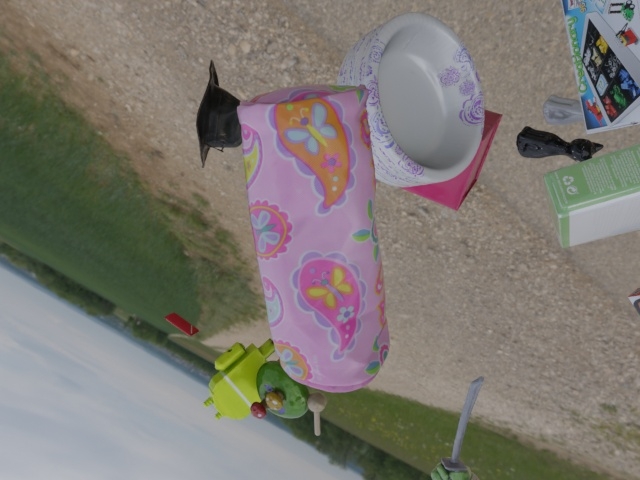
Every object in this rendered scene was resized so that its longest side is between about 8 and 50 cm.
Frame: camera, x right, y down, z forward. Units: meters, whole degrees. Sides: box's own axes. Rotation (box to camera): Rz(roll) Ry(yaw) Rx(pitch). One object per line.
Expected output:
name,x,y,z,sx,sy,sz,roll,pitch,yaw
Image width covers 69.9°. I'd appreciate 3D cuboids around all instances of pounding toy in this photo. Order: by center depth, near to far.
pounding toy,-0.110,0.455,1.275,0.237,0.110,0.183,25,124,24

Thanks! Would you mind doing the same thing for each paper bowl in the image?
paper bowl,0.150,-0.238,0.823,0.284,0.284,0.148,39,159,-26

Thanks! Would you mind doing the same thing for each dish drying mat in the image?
dish drying mat,-0.326,0.196,1.079,0.083,0.032,0.008,29,119,19

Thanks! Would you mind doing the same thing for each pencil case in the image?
pencil case,0.000,0.000,0.439,0.124,0.124,0.284,10,116,44

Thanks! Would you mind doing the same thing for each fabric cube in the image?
fabric cube,0.391,-0.296,1.473,0.258,0.259,0.254,24,130,20

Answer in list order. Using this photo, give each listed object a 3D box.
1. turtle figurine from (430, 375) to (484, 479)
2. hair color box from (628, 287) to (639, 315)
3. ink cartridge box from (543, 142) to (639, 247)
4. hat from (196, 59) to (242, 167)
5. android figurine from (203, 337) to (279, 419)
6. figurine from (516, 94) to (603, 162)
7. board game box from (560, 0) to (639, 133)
turtle figurine,0.156,0.297,0.429,0.198,0.266,0.274,35,156,40
hair color box,0.696,0.120,0.897,0.072,0.043,0.141,59,157,4
ink cartridge box,0.368,-0.058,0.477,0.235,0.056,0.171,-18,160,24
hat,-0.289,-0.370,1.405,0.134,0.331,0.331,10,162,-8
android figurine,-0.225,0.428,1.392,0.056,0.273,0.248,25,151,57
figurine,0.693,-0.303,1.255,0.209,0.215,0.092,31,167,49
board game box,0.546,-0.360,0.811,0.193,0.053,0.305,2,110,63
